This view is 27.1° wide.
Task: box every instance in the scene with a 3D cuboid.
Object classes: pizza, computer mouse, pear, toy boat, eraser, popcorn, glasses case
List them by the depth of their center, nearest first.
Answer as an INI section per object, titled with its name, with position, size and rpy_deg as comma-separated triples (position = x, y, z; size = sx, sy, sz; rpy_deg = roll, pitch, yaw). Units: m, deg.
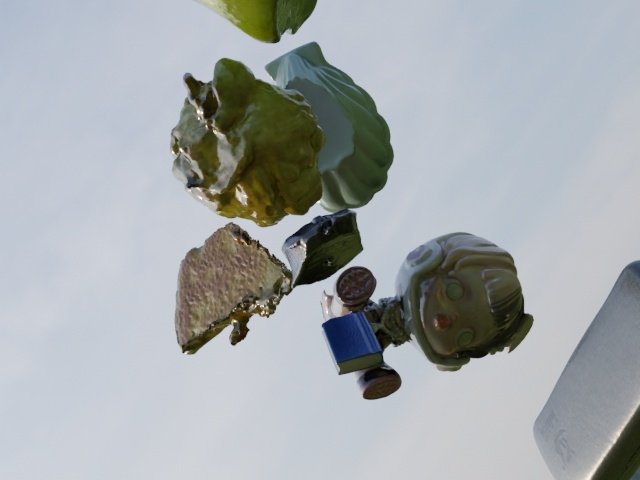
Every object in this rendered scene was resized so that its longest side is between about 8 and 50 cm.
[glasses case]
position = 0.343, 0.168, 1.519
size = 0.074, 0.131, 0.323
rpy_deg = -7, -42, -25
[computer mouse]
position = 0.000, 0.000, 1.541
size = 0.099, 0.057, 0.172
rpy_deg = -25, -16, -11
[eraser]
position = 0.041, 0.134, 1.744
size = 0.063, 0.085, 0.027
rpy_deg = -15, -51, -7
[pear]
position = -0.145, -0.399, 1.839
size = 0.286, 0.282, 0.176
rpy_deg = -49, -19, -72
[popcorn]
position = -0.116, -0.135, 1.921
size = 0.192, 0.233, 0.266
rpy_deg = -46, -57, -32
[pizza]
position = -0.132, 0.068, 2.080
size = 0.071, 0.189, 0.297
rpy_deg = 11, -27, -36
[toy boat]
position = 0.003, -0.185, 2.229
size = 0.199, 0.290, 0.100
rpy_deg = -26, 1, 9

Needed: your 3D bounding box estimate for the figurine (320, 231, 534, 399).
[figurine]
position = 0.189, 0.109, 2.396
size = 0.361, 0.211, 0.253
rpy_deg = -16, -57, -4
